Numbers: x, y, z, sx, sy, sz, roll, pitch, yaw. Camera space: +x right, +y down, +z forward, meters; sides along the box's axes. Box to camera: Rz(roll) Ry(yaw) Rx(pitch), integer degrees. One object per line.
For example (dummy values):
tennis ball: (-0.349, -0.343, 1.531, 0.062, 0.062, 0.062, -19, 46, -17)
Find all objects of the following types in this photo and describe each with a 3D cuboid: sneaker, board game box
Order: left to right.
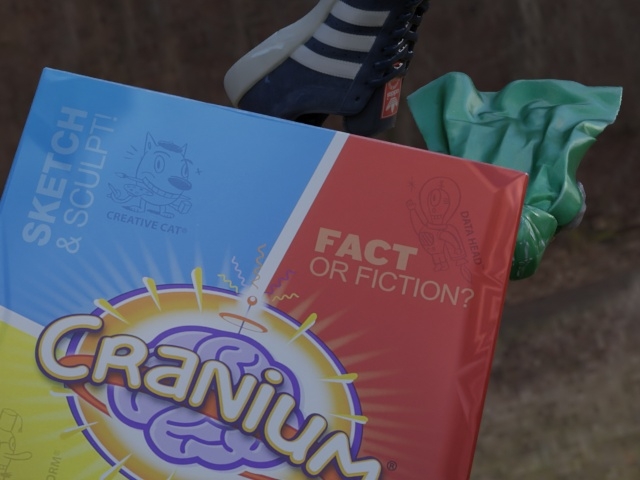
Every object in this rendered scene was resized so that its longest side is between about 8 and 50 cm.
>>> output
board game box: (-0.053, 0.094, 0.805, 0.242, 0.316, 0.064, 12, -23, 3)
sneaker: (0.058, -0.196, 1.808, 0.350, 0.148, 0.131, -39, -11, 38)

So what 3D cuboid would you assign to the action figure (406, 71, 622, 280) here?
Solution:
action figure: (0.113, -0.037, 1.034, 0.137, 0.063, 0.232, -6, 22, 9)
